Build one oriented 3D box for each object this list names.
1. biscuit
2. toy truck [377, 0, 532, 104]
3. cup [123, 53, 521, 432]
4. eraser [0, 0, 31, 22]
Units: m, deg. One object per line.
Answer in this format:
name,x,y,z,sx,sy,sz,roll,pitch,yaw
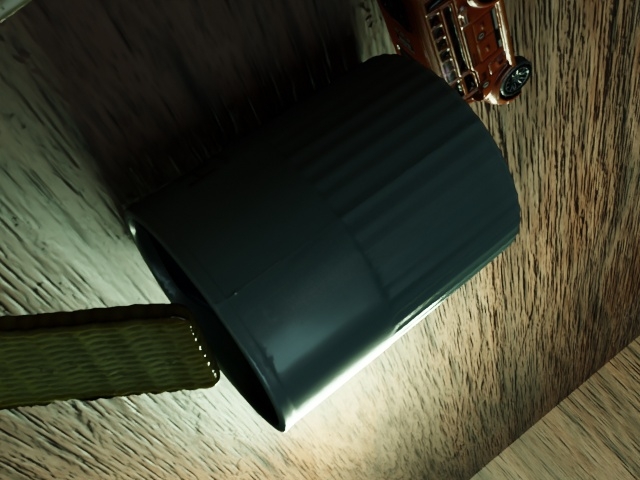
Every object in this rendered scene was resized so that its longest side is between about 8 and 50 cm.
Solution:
biscuit,-0.234,0.111,0.932,0.255,0.029,0.172,-6,150,3
toy truck,0.128,-0.217,0.976,0.114,0.107,0.252,-39,150,-4
cup,0.012,0.011,0.990,0.311,0.257,0.331,-36,150,-15
eraser,-0.294,-0.133,0.537,0.343,0.078,0.144,-39,121,-7
